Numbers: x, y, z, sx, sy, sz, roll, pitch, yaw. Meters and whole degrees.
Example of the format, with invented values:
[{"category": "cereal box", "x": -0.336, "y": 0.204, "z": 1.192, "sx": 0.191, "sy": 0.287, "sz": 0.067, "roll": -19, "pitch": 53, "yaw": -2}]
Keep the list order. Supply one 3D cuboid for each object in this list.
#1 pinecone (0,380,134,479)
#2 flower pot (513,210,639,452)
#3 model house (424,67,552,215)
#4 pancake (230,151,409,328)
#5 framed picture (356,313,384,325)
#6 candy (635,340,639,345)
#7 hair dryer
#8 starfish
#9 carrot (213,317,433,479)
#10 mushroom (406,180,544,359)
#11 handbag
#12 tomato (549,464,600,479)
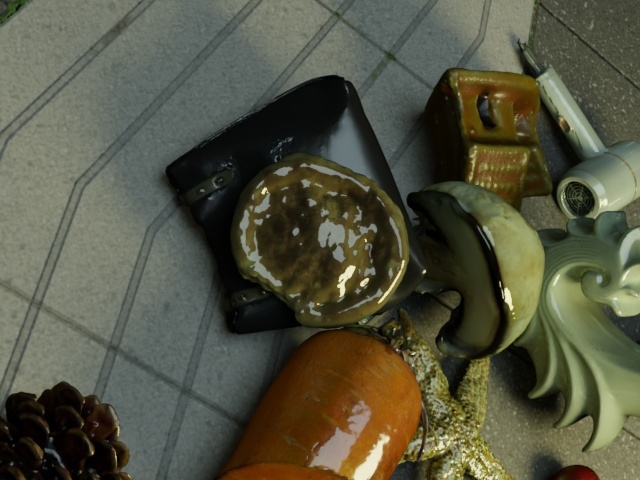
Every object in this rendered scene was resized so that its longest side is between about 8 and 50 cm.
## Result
[{"category": "pinecone", "x": -0.316, "y": 0.265, "z": 1.021, "sx": 0.185, "sy": 0.168, "sz": 0.212, "roll": 45, "pitch": 43, "yaw": 5}, {"category": "flower pot", "x": 0.428, "y": 0.148, "z": 1.442, "sx": 0.165, "sy": 0.254, "sz": 0.367, "roll": -7, "pitch": 79, "yaw": -54}, {"category": "model house", "x": 0.286, "y": -0.135, "z": 1.503, "sx": 0.268, "sy": 0.173, "sz": 0.239, "roll": -1, "pitch": 75, "yaw": -29}, {"category": "pancake", "x": 0.000, "y": 0.000, "z": 1.215, "sx": 0.222, "sy": 0.042, "sz": 0.236, "roll": -31, "pitch": 90, "yaw": -5}, {"category": "framed picture", "x": 0.057, "y": 0.047, "z": 1.406, "sx": 0.109, "sy": 0.011, "sz": 0.149, "roll": -37, "pitch": 96, "yaw": -34}, {"category": "candy", "x": 0.579, "y": 0.217, "z": 1.611, "sx": 0.234, "sy": 0.104, "sz": 0.102, "roll": -11, "pitch": 80, "yaw": -33}, {"category": "hair dryer", "x": 0.440, "y": -0.208, "z": 1.681, "sx": 0.173, "sy": 0.107, "sz": 0.357, "roll": -26, "pitch": 80, "yaw": -35}, {"category": "starfish", "x": 0.171, "y": 0.273, "z": 1.372, "sx": 0.347, "sy": 0.078, "sz": 0.357, "roll": -20, "pitch": 86, "yaw": -31}, {"category": "carrot", "x": 0.032, "y": 0.223, "z": 1.220, "sx": 0.331, "sy": 0.214, "sz": 0.193, "roll": -58, "pitch": 151, "yaw": -34}, {"category": "mushroom", "x": 0.239, "y": 0.026, "z": 1.356, "sx": 0.164, "sy": 0.190, "sz": 0.267, "roll": -27, "pitch": 99, "yaw": -35}, {"category": "handbag", "x": -0.039, "y": -0.033, "z": 1.299, "sx": 0.288, "sy": 0.152, "sz": 0.342, "roll": -20, "pitch": 86, "yaw": -19}, {"category": "tomato", "x": 0.397, "y": 0.392, "z": 1.468, "sx": 0.087, "sy": 0.075, "sz": 0.087, "roll": 10, "pitch": 76, "yaw": -43}]
